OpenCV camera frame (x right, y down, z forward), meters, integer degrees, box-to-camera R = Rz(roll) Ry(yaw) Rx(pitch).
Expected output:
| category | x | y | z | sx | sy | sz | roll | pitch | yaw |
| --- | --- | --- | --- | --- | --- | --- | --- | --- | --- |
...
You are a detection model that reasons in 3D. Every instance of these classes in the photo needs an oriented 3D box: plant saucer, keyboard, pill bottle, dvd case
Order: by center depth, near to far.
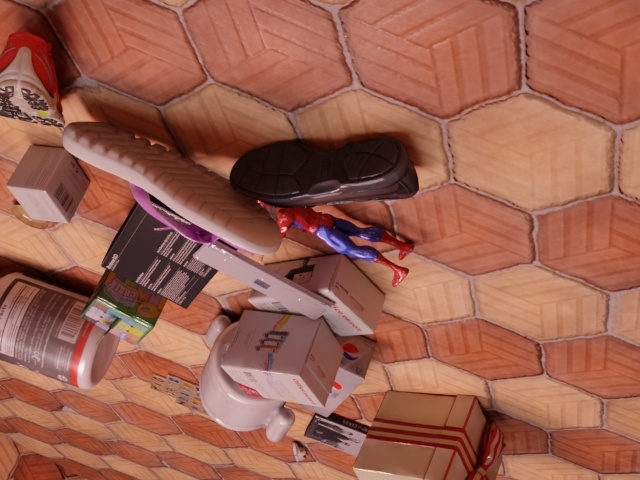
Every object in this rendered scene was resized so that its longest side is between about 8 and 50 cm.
| category | x | y | z | sx | sy | sz | roll | pitch | yaw |
| --- | --- | --- | --- | --- | --- | --- | --- | --- | --- |
| keyboard | -0.097 | 0.070 | 1.516 | 0.256 | 0.014 | 0.072 | 29 | 146 | -18 |
| plant saucer | -0.597 | -0.053 | 1.796 | 0.083 | 0.015 | 0.083 | 15 | 149 | 9 |
| pill bottle | -0.667 | 0.196 | 2.038 | 0.363 | 0.210 | 0.210 | 19 | 149 | 4 |
| dvd case | 0.085 | 0.518 | 2.272 | 0.239 | 0.029 | 0.179 | 20 | 149 | -1 |

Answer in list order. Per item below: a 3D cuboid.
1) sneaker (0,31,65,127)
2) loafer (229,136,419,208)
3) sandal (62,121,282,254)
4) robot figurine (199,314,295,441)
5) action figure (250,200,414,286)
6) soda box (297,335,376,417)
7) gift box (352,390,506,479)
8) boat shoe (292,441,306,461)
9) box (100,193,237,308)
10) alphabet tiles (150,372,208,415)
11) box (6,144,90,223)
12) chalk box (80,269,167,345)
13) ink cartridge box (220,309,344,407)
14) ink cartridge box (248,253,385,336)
| category | x | y | z | sx | sy | sz | roll | pitch | yaw |
| --- | --- | --- | --- | --- | --- | --- | --- | --- | --- |
| sneaker | -0.435 | -0.245 | 1.325 | 0.107 | 0.118 | 0.279 | 10 | 174 | -16 |
| loafer | 0.004 | -0.087 | 1.311 | 0.302 | 0.109 | 0.095 | -1 | 149 | 31 |
| sandal | -0.236 | -0.067 | 1.375 | 0.416 | 0.169 | 0.102 | 31 | 112 | 22 |
| robot figurine | -0.157 | 0.298 | 1.907 | 0.300 | 0.200 | 0.353 | 58 | 153 | 17 |
| action figure | 0.000 | 0.000 | 1.453 | 0.280 | 0.091 | 0.139 | 29 | 139 | -13 |
| soda box | 0.025 | 0.291 | 1.894 | 0.098 | 0.091 | 0.286 | 24 | 149 | -3 |
| gift box | 0.267 | 0.497 | 1.928 | 0.258 | 0.255 | 0.276 | -2 | 137 | 35 |
| boat shoe | -0.059 | 0.605 | 2.494 | 0.035 | 0.035 | 0.100 | -12 | 140 | 0 |
| box | -0.264 | -0.004 | 1.573 | 0.184 | 0.103 | 0.261 | 27 | 142 | -15 |
| alphabet tiles | -0.360 | 0.433 | 2.422 | 0.237 | 0.009 | 0.198 | 22 | 149 | -2 |
| box | -0.491 | -0.101 | 1.576 | 0.087 | 0.102 | 0.101 | 6 | 147 | 19 |
| chalk box | -0.385 | 0.118 | 1.746 | 0.132 | 0.213 | 0.132 | 30 | 148 | -16 |
| ink cartridge box | -0.068 | 0.221 | 1.635 | 0.176 | 0.127 | 0.128 | 4 | 145 | 29 |
| ink cartridge box | -0.006 | 0.109 | 1.633 | 0.208 | 0.087 | 0.153 | -9 | 138 | 40 |
